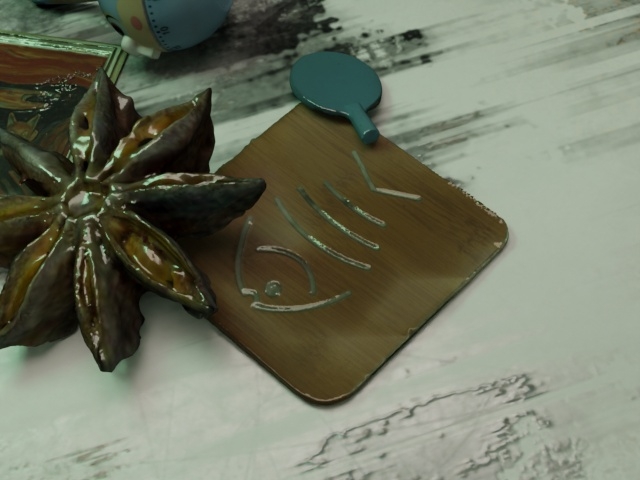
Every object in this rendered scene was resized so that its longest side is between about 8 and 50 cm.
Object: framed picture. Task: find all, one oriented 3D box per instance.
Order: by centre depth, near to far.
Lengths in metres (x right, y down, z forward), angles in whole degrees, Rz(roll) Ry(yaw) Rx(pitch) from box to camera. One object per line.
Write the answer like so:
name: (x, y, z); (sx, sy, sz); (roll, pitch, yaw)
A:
framed picture: (-0.353, -0.132, 1.351); (0.216, 0.016, 0.273); (8, 57, 10)

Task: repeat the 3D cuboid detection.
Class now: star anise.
star anise: (-0.205, -0.020, 1.189); (0.331, 0.117, 0.332); (-5, 68, 11)

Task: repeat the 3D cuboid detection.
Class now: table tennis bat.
table tennis bat: (0.025, -0.159, 1.325); (0.100, 0.019, 0.155); (-12, 46, -21)

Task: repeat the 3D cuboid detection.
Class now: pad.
pad: (0.000, 0.000, 1.232); (0.286, 0.018, 0.284); (37, 65, 26)

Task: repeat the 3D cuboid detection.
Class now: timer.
timer: (-0.217, -0.271, 1.369); (0.255, 0.175, 0.175); (-24, 55, 11)
